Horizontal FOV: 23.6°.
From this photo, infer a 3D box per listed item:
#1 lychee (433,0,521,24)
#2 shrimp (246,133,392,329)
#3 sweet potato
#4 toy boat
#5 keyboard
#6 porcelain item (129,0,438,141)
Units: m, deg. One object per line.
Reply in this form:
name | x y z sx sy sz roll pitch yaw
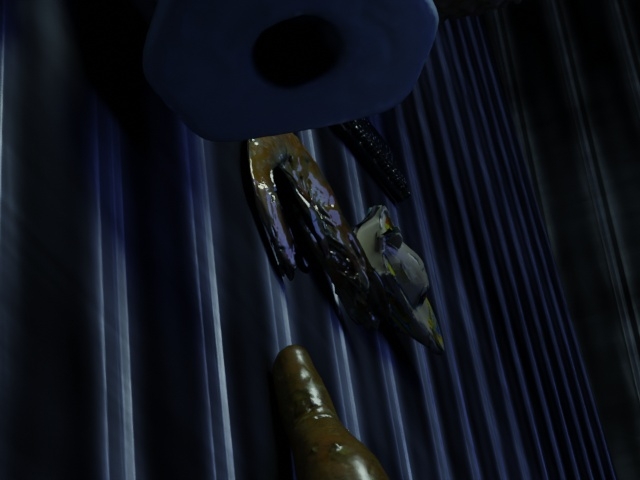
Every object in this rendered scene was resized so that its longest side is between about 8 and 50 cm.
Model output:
lychee | 0.106 -0.424 1.645 0.432 0.380 0.380 -2 69 -45
shrimp | 0.000 0.000 1.270 0.219 0.046 0.152 59 16 -22
sweet potato | 0.022 0.217 1.003 0.108 0.079 0.346 108 -31 -64
toy boat | 0.079 0.053 1.462 0.210 0.066 0.084 55 21 -48
keyboard | 0.048 -0.114 1.670 0.231 0.023 0.072 45 25 -59
porcelain item | -0.049 -0.268 1.084 0.178 0.243 0.405 82 -4 -51
